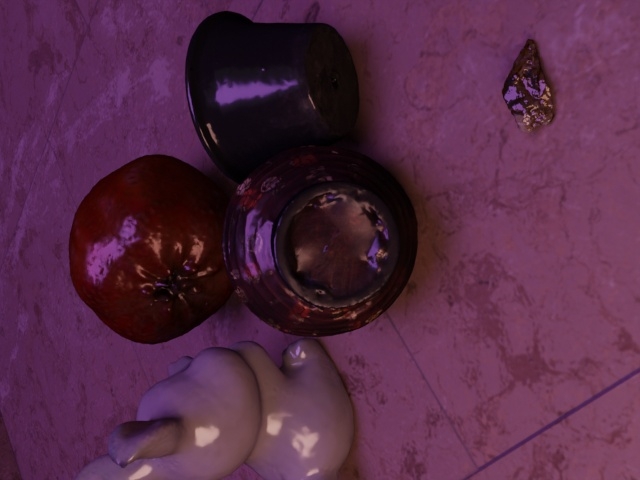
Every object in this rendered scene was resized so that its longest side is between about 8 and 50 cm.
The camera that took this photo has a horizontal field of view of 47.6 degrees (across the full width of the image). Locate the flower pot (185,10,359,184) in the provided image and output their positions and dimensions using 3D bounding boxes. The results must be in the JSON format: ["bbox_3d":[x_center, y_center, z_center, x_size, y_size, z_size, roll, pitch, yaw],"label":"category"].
[{"bbox_3d":[-0.042,-0.191,0.930,0.148,0.235,0.235,-6,91,28],"label":"flower pot"}]

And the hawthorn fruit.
[{"bbox_3d":[-0.276,-0.004,1.183,0.330,0.287,0.287,50,131,51],"label":"hawthorn fruit"}]

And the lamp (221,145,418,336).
[{"bbox_3d":[0.000,0.000,0.884,0.247,0.247,0.247,9,103,48],"label":"lamp"}]

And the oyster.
[{"bbox_3d":[0.212,-0.160,0.758,0.051,0.034,0.093,-26,72,40],"label":"oyster"}]

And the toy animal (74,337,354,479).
[{"bbox_3d":[-0.131,0.266,0.971,0.196,0.367,0.241,-52,46,36],"label":"toy animal"}]
